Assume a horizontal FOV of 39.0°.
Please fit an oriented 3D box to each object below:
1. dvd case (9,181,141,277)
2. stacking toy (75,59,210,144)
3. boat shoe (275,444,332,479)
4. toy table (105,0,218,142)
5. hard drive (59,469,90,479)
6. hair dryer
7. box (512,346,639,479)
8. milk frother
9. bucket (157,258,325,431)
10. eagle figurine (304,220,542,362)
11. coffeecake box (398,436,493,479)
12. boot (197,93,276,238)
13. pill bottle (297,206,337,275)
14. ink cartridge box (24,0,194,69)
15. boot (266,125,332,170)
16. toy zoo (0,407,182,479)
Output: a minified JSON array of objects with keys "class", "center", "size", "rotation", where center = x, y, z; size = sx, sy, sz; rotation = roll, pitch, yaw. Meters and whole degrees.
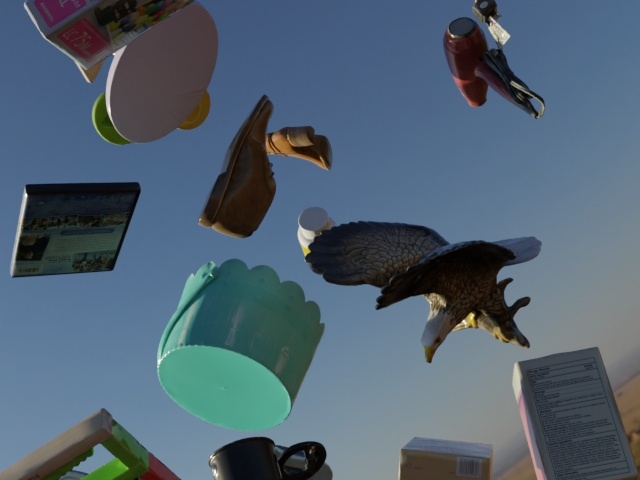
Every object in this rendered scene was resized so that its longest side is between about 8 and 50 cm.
[{"class":"dvd case","center":[-0.413,-0.015,1.509],"size":[0.180,0.022,0.253],"rotation":[-4,-32,-27]},{"class":"stacking toy","center":[-0.432,-0.379,2.090],"size":[0.279,0.130,0.309],"rotation":[-28,-63,-22]},{"class":"boat shoe","center":[-0.073,0.387,1.569],"size":[0.083,0.183,0.065],"rotation":[167,122,-78]},{"class":"toy table","center":[-0.304,-0.330,1.639],"size":[0.252,0.161,0.274],"rotation":[27,-73,-41]},{"class":"hard drive","center":[-0.386,0.578,1.712],"size":[0.064,0.339,0.237],"rotation":[61,-140,-71]},{"class":"hair dryer","center":[0.288,-0.291,1.593],"size":[0.080,0.223,0.293],"rotation":[-24,-1,-1]},{"class":"box","center":[0.432,0.321,1.559],"size":[0.149,0.232,0.127],"rotation":[-11,-28,3]},{"class":"milk frother","center":[-0.047,0.312,1.082],"size":[0.143,0.134,0.129],"rotation":[-16,-32,-7]},{"class":"bucket","center":[-0.143,0.191,1.584],"size":[0.281,0.281,0.183],"rotation":[-54,12,46]},{"class":"eagle figurine","center":[0.162,0.054,1.236],"size":[0.226,0.225,0.298],"rotation":[-35,-55,29]},{"class":"coffeecake box","center":[0.213,0.376,1.506],"size":[0.142,0.068,0.185],"rotation":[3,-6,13]},{"class":"boot","center":[-0.133,-0.141,1.747],"size":[0.112,0.115,0.305],"rotation":[133,158,-64]},{"class":"pill bottle","center":[0.000,0.000,1.433],"size":[0.065,0.065,0.116],"rotation":[-33,-36,-10]},{"class":"ink cartridge box","center":[-0.216,-0.345,1.183],"size":[0.311,0.065,0.186],"rotation":[-35,-2,0]},{"class":"boot","center":[-0.063,-0.234,2.315],"size":[0.152,0.073,0.197],"rotation":[-6,-28,24]},{"class":"toy zoo","center":[-0.200,0.309,0.906],"size":[0.192,0.030,0.293],"rotation":[-33,-59,9]}]
